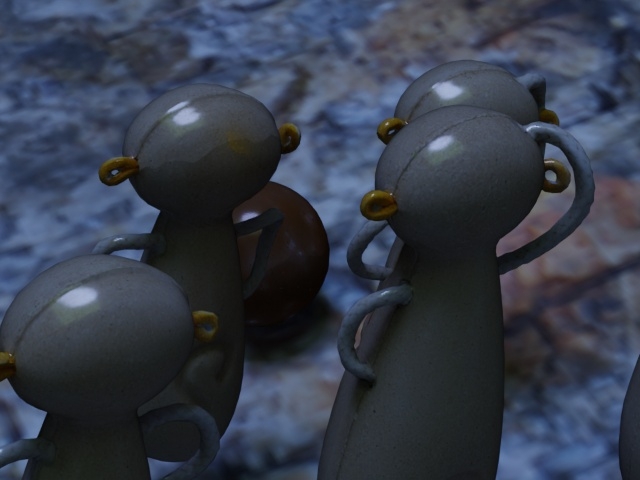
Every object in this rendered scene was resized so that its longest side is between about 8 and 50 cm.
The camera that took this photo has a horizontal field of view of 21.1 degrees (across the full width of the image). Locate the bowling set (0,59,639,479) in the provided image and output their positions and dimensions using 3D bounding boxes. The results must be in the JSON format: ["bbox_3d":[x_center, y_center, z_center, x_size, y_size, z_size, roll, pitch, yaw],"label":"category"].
[{"bbox_3d":[0.000,0.000,0.532,0.287,0.154,0.200,-11,34,-30],"label":"bowling set"}]
